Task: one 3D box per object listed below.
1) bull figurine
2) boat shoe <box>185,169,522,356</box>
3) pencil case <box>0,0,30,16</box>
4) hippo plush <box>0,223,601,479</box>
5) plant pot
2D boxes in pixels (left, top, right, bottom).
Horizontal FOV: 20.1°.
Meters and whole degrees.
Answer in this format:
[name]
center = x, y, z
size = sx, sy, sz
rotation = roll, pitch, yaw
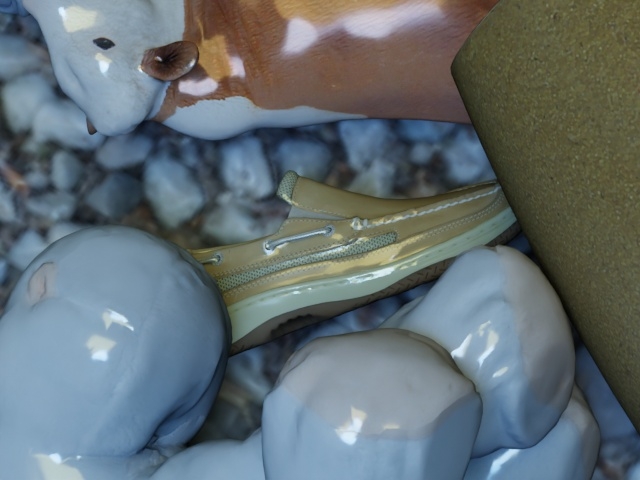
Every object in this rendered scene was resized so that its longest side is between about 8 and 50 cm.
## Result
[bull figurine]
center = 0.018, -0.126, 0.863
size = 0.310, 0.101, 0.188
rotation = 5, 73, -5
[boat shoe]
center = 0.000, 0.000, 0.845
size = 0.190, 0.068, 0.072
rotation = -21, 89, -1
[pencil case]
center = -0.110, -0.240, 0.907
size = 0.273, 0.113, 0.124
rotation = -49, 39, -8
[hippo plush]
center = -0.035, 0.117, 0.772
size = 0.236, 0.234, 0.294
rotation = 21, 101, 29
[plant pot]
center = 0.182, -0.020, 0.738
size = 0.237, 0.237, 0.254
rotation = -42, 83, -7
